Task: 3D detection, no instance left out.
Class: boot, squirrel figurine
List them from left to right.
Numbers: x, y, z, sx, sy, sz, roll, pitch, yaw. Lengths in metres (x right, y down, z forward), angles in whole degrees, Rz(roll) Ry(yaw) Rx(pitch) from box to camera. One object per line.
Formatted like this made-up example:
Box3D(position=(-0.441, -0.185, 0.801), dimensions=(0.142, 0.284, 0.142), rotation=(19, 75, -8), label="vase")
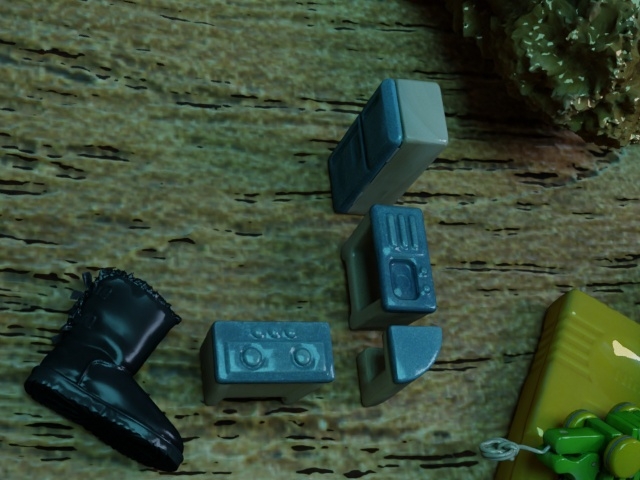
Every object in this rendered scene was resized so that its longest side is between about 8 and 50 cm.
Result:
Box3D(position=(-0.124, 0.082, 0.716), dimensions=(0.121, 0.045, 0.099), rotation=(32, 55, -4), label="boot")
Box3D(position=(0.294, -0.211, 0.939), dimensions=(0.397, 0.281, 0.370), rotation=(-32, 90, -17), label="squirrel figurine")

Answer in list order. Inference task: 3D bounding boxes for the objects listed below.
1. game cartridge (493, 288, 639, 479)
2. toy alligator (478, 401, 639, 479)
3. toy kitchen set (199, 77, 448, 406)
Box3D(position=(0.254, 0.232, 0.791), dimensions=(0.285, 0.053, 0.324), rotation=(29, 59, -7), label="game cartridge")
Box3D(position=(0.187, 0.151, 0.751), dimensions=(0.189, 0.056, 0.051), rotation=(-5, 107, -25), label="toy alligator")
Box3D(position=(0.000, 0.000, 0.758), dimensions=(0.166, 0.122, 0.207), rotation=(3, 64, -21), label="toy kitchen set")
